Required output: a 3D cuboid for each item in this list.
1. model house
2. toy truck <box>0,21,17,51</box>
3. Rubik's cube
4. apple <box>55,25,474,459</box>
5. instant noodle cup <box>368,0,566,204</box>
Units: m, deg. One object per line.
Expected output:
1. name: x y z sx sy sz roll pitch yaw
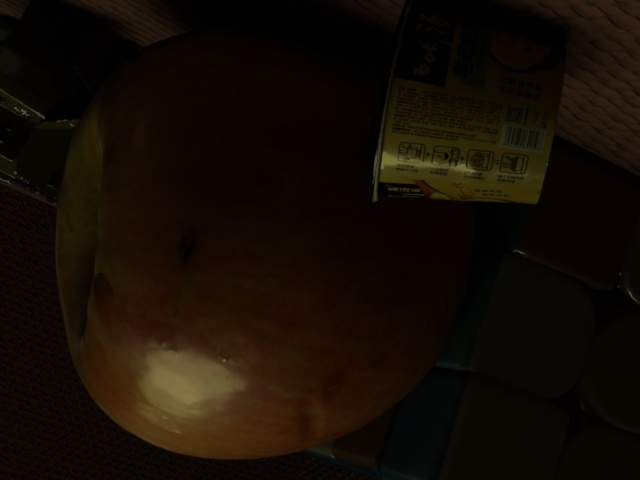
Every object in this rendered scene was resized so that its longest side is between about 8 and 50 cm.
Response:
1. model house: -0.233 -0.119 1.348 0.248 0.180 0.176 27 171 -13
2. toy truck: -0.342 -0.163 1.543 0.108 0.140 0.257 17 176 18
3. Rubik's cube: 0.229 0.125 1.303 0.347 0.344 0.346 21 170 -19
4. apple: -0.053 0.008 1.133 0.347 0.391 0.391 7 178 -25
5. instant noodle cup: 0.105 -0.089 0.907 0.122 0.151 0.151 13 171 6
